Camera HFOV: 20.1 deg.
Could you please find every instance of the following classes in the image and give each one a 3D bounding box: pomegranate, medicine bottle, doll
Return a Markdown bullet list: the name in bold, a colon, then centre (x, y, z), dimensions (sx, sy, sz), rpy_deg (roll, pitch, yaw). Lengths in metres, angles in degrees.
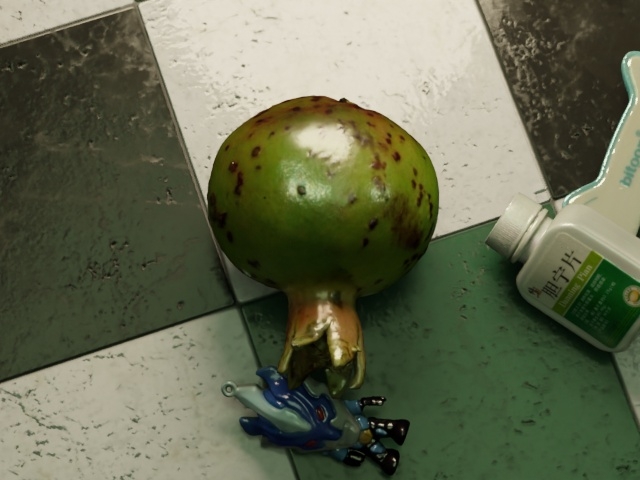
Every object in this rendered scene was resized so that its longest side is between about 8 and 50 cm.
- **pomegranate**: centre (-0.013, -0.010, 1.792), dimensions (0.231, 0.231, 0.286), rpy_deg (23, 67, 4)
- **medicine bottle**: centre (0.262, 0.026, 1.848), dimensions (0.183, 0.119, 0.069), rpy_deg (35, 40, 8)
- **doll**: centre (-0.008, 0.180, 1.830), dimensions (0.195, 0.070, 0.096), rpy_deg (19, 107, -1)

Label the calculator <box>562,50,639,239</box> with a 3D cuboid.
- **calculator**: centre (0.462, -0.034, 1.903), dimensions (0.386, 0.054, 0.256), rpy_deg (24, 76, 3)
